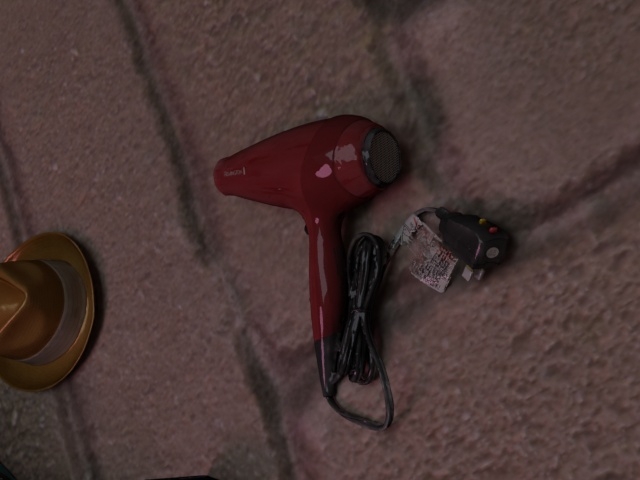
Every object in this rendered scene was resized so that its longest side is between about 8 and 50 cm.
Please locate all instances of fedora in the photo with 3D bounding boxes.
[{"bbox_3d":[-0.333,0.075,1.118,0.194,0.079,0.194,-8,77,35],"label":"fedora"}]

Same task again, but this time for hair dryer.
[{"bbox_3d":[0.000,0.000,0.881,0.293,0.080,0.224,46,109,34],"label":"hair dryer"}]

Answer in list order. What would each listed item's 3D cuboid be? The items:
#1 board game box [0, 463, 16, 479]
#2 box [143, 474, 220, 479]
[{"bbox_3d":[-0.508,0.233,1.111,0.336,0.253,0.079,30,99,36],"label":"board game box"},{"bbox_3d":[-0.110,0.231,0.917,0.067,0.083,0.018,9,88,38],"label":"box"}]
